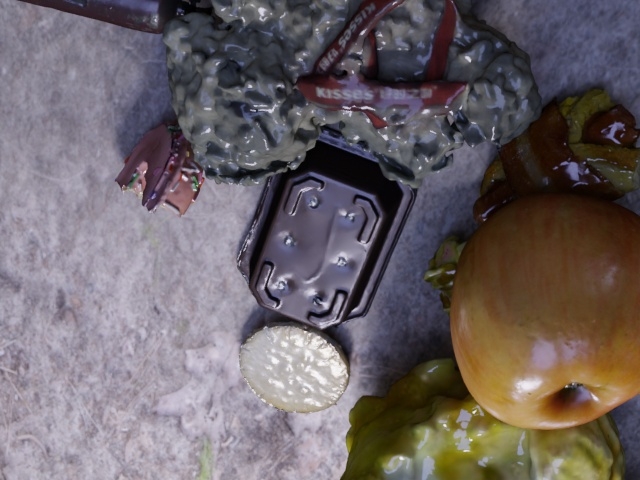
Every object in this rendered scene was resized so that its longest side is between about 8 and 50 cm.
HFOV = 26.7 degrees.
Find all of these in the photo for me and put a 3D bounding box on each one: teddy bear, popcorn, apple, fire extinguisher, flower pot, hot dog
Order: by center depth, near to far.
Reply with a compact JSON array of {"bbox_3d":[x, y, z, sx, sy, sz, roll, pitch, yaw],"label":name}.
[{"bbox_3d":[0.256,0.080,1.418,0.242,0.241,0.242,3,139,3],"label":"apple"},{"bbox_3d":[0.000,-0.178,1.457,0.367,0.224,0.357,-40,108,14],"label":"teddy bear"},{"bbox_3d":[0.264,-0.079,1.523,0.213,0.103,0.146,-39,65,17],"label":"hot dog"},{"bbox_3d":[-0.247,-0.286,1.538,0.267,0.089,0.072,15,92,3],"label":"fire extinguisher"},{"bbox_3d":[0.187,0.275,1.592,0.334,0.292,0.294,3,73,9],"label":"popcorn"},{"bbox_3d":[0.172,0.045,1.609,0.089,0.109,0.097,-43,65,-2],"label":"popcorn"},{"bbox_3d":[0.000,0.000,1.625,0.178,0.084,0.251,21,115,0],"label":"flower pot"}]

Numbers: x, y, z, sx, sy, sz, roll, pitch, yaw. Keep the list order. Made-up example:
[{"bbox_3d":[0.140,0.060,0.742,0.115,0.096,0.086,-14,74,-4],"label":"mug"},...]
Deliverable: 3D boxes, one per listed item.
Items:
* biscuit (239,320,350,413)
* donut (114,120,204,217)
[{"bbox_3d":[-0.033,0.164,1.724,0.152,0.020,0.152,7,126,10],"label":"biscuit"},{"bbox_3d":[-0.180,-0.086,1.594,0.065,0.166,0.117,30,90,-26],"label":"donut"}]
